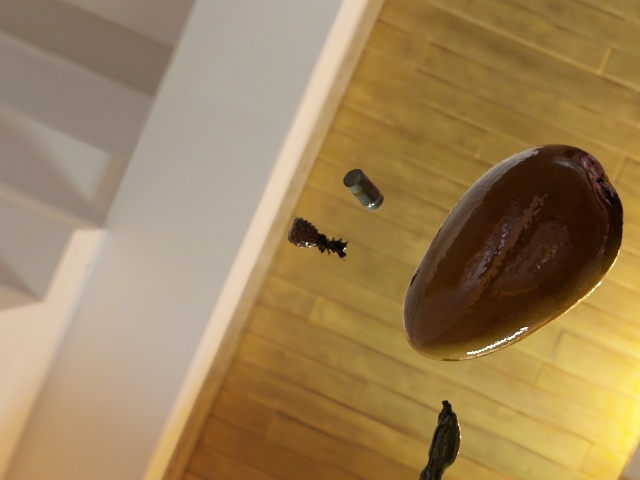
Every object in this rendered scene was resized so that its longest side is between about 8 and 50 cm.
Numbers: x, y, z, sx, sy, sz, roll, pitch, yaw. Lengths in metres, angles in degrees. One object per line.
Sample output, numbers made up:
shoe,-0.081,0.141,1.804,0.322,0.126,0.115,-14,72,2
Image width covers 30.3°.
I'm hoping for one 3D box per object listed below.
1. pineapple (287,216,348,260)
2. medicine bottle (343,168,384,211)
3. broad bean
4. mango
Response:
pineapple,0.000,0.000,2.245,0.124,0.058,0.058,21,-177,-11
medicine bottle,0.084,-0.098,2.299,0.047,0.047,0.083,26,165,50
broad bean,0.218,0.395,2.137,0.070,0.214,0.048,6,-174,-31
mango,0.267,0.027,1.690,0.221,0.378,0.264,44,-171,-13
